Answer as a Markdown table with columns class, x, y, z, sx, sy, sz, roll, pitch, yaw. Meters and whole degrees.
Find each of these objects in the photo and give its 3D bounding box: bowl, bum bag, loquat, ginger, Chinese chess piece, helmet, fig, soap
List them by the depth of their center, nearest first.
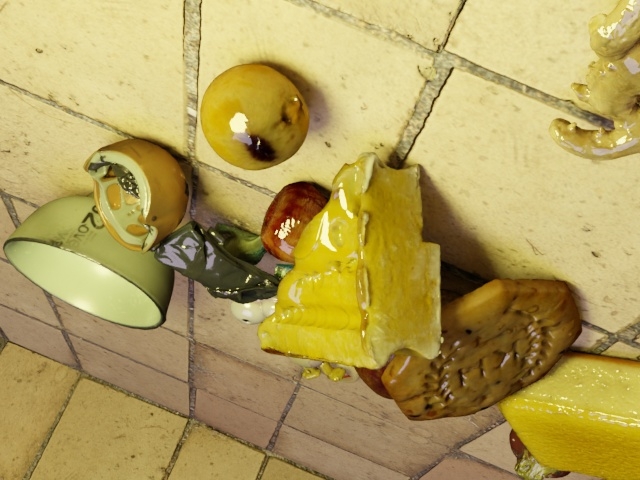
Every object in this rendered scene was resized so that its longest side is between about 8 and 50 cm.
| class | x | y | z | sx | sy | sz | roll | pitch | yaw |
| --- | --- | --- | --- | --- | --- | --- | --- | --- | --- |
| ginger | 0.335 | -0.176 | 0.857 | 0.149 | 0.065 | 0.258 | 7 | 146 | 5 |
| loquat | -0.091 | -0.167 | 1.130 | 0.163 | 0.137 | 0.163 | 9 | 168 | 2 |
| soap | 0.022 | 0.034 | 1.303 | 0.169 | 0.304 | 0.339 | -1 | 178 | -33 |
| fig | 0.000 | 0.000 | 1.354 | 0.201 | 0.146 | 0.134 | 36 | 111 | -10 |
| helmet | -0.305 | -0.086 | 1.438 | 0.198 | 0.130 | 0.224 | 56 | 151 | 8 |
| bum bag | -0.185 | 0.055 | 1.525 | 0.248 | 0.060 | 0.123 | 37 | 127 | -28 |
| bowl | -0.447 | 0.021 | 1.714 | 0.354 | 0.185 | 0.354 | 19 | 154 | 10 |
| Chinese chess piece | 0.043 | 0.294 | 1.981 | 0.122 | 0.051 | 0.122 | 19 | 154 | 10 |

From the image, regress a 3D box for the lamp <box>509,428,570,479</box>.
| class | x | y | z | sx | sy | sz | roll | pitch | yaw |
| --- | --- | --- | --- | --- | --- | --- | --- | --- | --- |
| lamp | 0.487 | 0.471 | 1.839 | 0.157 | 0.135 | 0.156 | 30 | 178 | -38 |

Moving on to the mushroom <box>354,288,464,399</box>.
| class | x | y | z | sx | sy | sz | roll | pitch | yaw |
| --- | --- | --- | --- | --- | --- | --- | --- | --- | --- |
| mushroom | 0.139 | 0.150 | 1.492 | 0.254 | 0.267 | 0.267 | 3 | 172 | -42 |

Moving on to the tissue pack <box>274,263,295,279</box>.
| class | x | y | z | sx | sy | sz | roll | pitch | yaw |
| --- | --- | --- | --- | --- | --- | --- | --- | --- | --- |
| tissue pack | -0.027 | 0.091 | 1.599 | 0.111 | 0.079 | 0.085 | 9 | 180 | 25 |

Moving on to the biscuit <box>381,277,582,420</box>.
| class | x | y | z | sx | sy | sz | roll | pitch | yaw |
| --- | --- | --- | --- | --- | --- | --- | --- | --- | --- |
| biscuit | 0.273 | 0.190 | 1.374 | 0.359 | 0.046 | 0.359 | -14 | 140 | -13 |

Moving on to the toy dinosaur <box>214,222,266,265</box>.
| class | x | y | z | sx | sy | sz | roll | pitch | yaw |
| --- | --- | --- | --- | --- | --- | --- | --- | --- | --- |
| toy dinosaur | -0.160 | 0.021 | 1.610 | 0.147 | 0.076 | 0.363 | 7 | 161 | -25 |

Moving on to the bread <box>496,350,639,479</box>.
| class | x | y | z | sx | sy | sz | roll | pitch | yaw |
| --- | --- | --- | --- | --- | --- | --- | --- | --- | --- |
| bread | 0.528 | 0.339 | 1.568 | 0.333 | 0.143 | 0.323 | 4 | 147 | 35 |

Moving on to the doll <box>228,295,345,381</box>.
| class | x | y | z | sx | sy | sz | roll | pitch | yaw |
| --- | --- | --- | --- | --- | --- | --- | --- | --- | --- |
| doll | -0.076 | 0.188 | 1.823 | 0.160 | 0.094 | 0.365 | -4 | 141 | 38 |
